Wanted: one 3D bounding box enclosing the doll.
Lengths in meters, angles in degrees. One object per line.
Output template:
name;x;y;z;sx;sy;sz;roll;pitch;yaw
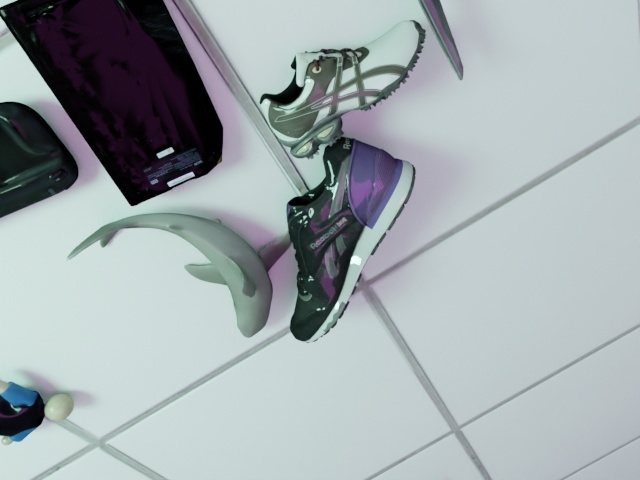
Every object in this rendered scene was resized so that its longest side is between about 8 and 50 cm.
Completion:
doll;-0.445;0.233;0.613;0.189;0.046;0.129;6;119;-20

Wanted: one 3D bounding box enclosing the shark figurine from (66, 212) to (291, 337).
shark figurine;-0.131;0.029;0.547;0.166;0.116;0.278;-45;124;10

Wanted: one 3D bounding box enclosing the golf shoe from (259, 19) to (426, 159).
golf shoe;0.022;-0.180;0.485;0.198;0.077;0.094;-41;123;8

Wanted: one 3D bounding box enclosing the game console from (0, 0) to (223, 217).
game console;-0.294;-0.108;0.454;0.362;0.044;0.213;-24;123;-3

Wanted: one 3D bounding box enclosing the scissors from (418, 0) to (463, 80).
scissors;0.072;-0.293;0.437;0.109;0.021;0.296;-22;115;-10

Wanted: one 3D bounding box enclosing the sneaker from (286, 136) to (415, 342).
sneaker;0.000;0.000;0.591;0.124;0.107;0.283;23;109;-12
